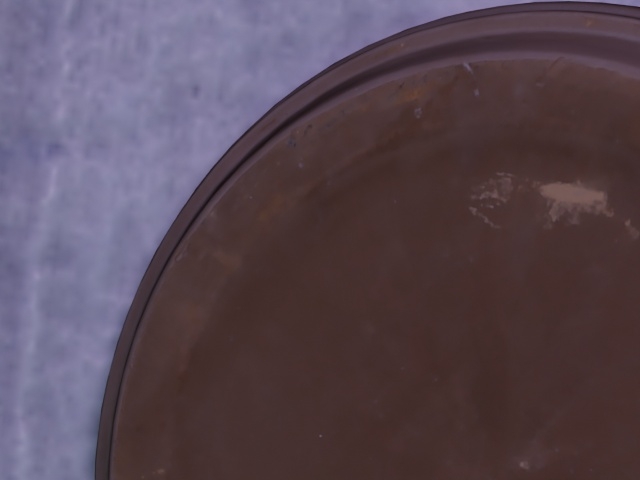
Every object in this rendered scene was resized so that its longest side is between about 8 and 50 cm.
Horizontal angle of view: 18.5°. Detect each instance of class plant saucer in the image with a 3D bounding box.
[{"bbox_3d":[0.053,0.066,0.543,0.278,0.041,0.278,-3,82,23],"label":"plant saucer"}]
